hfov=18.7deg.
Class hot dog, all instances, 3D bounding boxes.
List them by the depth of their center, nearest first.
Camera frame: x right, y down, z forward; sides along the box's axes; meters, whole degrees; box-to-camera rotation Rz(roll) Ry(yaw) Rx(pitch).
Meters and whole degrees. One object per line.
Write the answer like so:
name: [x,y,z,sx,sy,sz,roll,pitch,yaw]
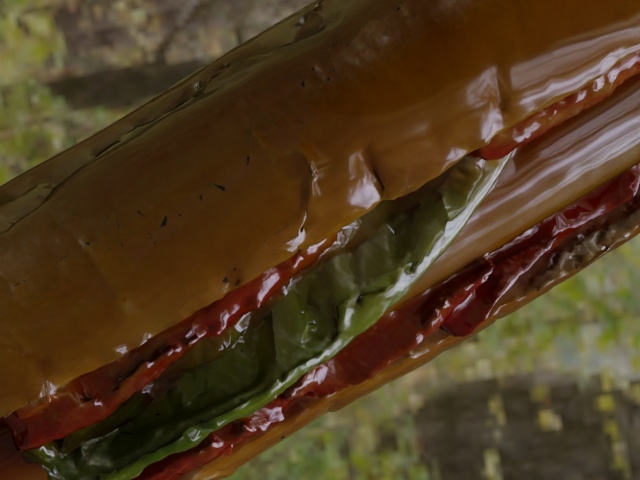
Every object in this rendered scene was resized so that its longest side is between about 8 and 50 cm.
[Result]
hot dog: [0.000,0.000,0.371,0.062,0.236,0.092,53,-8,30]
